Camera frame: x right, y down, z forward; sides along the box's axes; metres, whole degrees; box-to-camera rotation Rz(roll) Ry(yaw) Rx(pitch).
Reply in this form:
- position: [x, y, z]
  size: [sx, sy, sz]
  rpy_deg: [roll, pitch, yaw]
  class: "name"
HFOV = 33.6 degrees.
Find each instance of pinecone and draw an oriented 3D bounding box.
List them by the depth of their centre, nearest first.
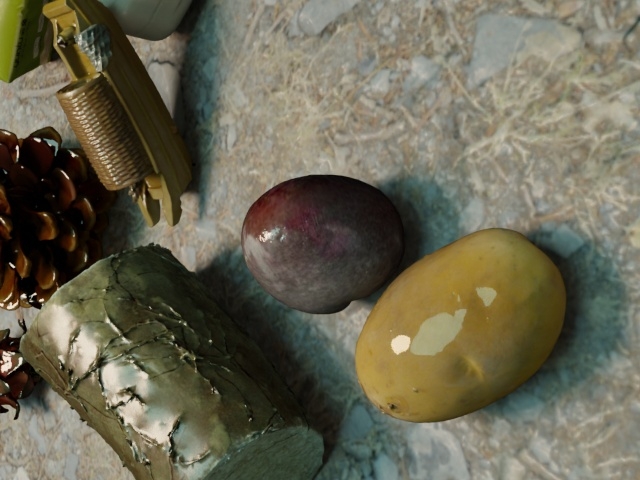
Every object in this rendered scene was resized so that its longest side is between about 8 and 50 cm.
- position: [-0.405, -0.022, 1.426]
  size: [0.264, 0.264, 0.264]
  rpy_deg: [-1, 88, 41]
  class: "pinecone"

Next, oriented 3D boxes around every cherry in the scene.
- position: [-0.004, 0.001, 1.126]
  size: [0.176, 0.176, 0.140]
  rpy_deg: [-28, 45, 37]
  class: "cherry"

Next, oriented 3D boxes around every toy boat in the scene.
- position: [-0.253, -0.152, 1.308]
  size: [0.089, 0.115, 0.310]
  rpy_deg: [2, 126, 44]
  class: "toy boat"

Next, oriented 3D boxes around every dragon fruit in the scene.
- position: [-0.475, 0.190, 1.564]
  size: [0.142, 0.121, 0.130]
  rpy_deg: [6, 127, 16]
  class: "dragon fruit"

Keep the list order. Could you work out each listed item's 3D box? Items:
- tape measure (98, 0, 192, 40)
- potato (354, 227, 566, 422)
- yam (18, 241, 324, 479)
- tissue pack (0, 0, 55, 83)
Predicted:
- position: [-0.218, -0.404, 1.348]
  size: [0.258, 0.130, 0.265]
  rpy_deg: [-56, 51, 25]
  class: "tape measure"
- position: [0.133, 0.089, 1.031]
  size: [0.150, 0.146, 0.234]
  rpy_deg: [47, 122, -3]
  class: "potato"
- position: [-0.174, 0.172, 1.226]
  size: [0.348, 0.241, 0.241]
  rpy_deg: [42, 115, 27]
  class: "yam"
- position: [-0.462, -0.393, 1.475]
  size: [0.200, 0.167, 0.275]
  rpy_deg: [21, 115, 4]
  class: "tissue pack"
